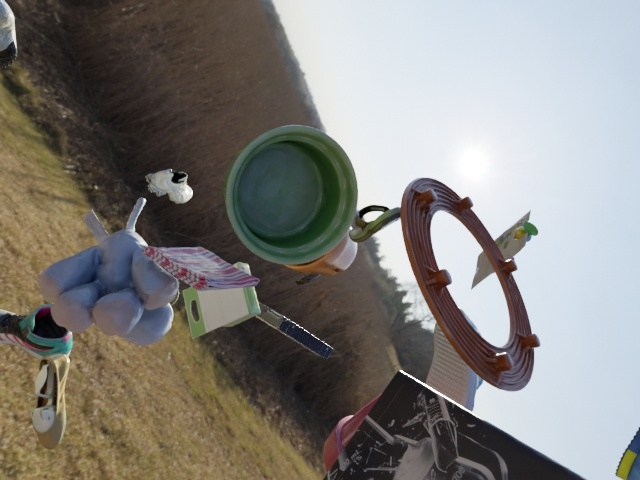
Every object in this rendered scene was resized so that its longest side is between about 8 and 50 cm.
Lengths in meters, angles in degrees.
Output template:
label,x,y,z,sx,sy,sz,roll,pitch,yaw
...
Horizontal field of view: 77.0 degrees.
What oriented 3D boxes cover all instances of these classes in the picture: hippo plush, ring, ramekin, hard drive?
label,x,y,z,sx,sy,sz,roll,pitch,yaw
hippo plush,-0.436,0.113,0.865,0.294,0.234,0.236,55,-29,29
ring,0.235,0.047,0.599,0.337,0.032,0.336,29,46,-35
ramekin,-0.079,-0.108,0.933,0.148,0.303,0.303,29,-35,63
hard drive,-0.127,0.390,1.746,0.237,0.064,0.339,16,-22,49

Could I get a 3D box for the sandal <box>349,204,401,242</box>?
label,x,y,z,sx,sy,sz,roll,pitch,yaw
sandal,0.156,-0.066,1.176,0.086,0.120,0.303,58,-16,2

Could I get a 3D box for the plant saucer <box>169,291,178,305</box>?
label,x,y,z,sx,sy,sz,roll,pitch,yaw
plant saucer,-0.626,0.172,1.419,0.241,0.037,0.241,26,24,-13

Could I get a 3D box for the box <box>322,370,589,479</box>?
label,x,y,z,sx,sy,sz,roll,pitch,yaw
box,0.136,0.389,0.477,0.179,0.343,0.312,44,-15,-18

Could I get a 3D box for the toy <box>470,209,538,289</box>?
label,x,y,z,sx,sy,sz,roll,pitch,yaw
toy,0.500,0.038,1.085,0.137,0.056,0.237,-60,174,-37

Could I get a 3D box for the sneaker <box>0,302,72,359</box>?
label,x,y,z,sx,sy,sz,roll,pitch,yaw
sneaker,-0.866,0.243,1.173,0.296,0.178,0.123,30,33,-19

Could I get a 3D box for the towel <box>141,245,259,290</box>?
label,x,y,z,sx,sy,sz,roll,pitch,yaw
towel,-0.234,0.047,0.791,0.197,0.029,0.144,24,11,32

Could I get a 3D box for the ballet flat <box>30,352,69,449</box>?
label,x,y,z,sx,sy,sz,roll,pitch,yaw
ballet flat,-0.691,0.404,1.014,0.073,0.080,0.232,59,23,-70

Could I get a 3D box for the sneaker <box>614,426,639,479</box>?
label,x,y,z,sx,sy,sz,roll,pitch,yaw
sneaker,0.402,0.210,0.436,0.082,0.069,0.209,36,-53,55

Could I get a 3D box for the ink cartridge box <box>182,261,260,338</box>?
label,x,y,z,sx,sy,sz,roll,pitch,yaw
ink cartridge box,-0.315,0.192,1.270,0.056,0.235,0.171,23,44,-61

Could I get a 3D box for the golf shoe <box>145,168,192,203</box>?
label,x,y,z,sx,sy,sz,roll,pitch,yaw
golf shoe,-0.391,-0.151,1.108,0.069,0.086,0.176,66,12,9

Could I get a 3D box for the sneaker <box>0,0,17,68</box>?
label,x,y,z,sx,sy,sz,roll,pitch,yaw
sneaker,-0.944,-0.603,1.173,0.085,0.237,0.086,-21,74,-47

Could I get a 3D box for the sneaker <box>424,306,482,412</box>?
label,x,y,z,sx,sy,sz,roll,pitch,yaw
sneaker,0.363,0.340,1.008,0.150,0.135,0.366,42,45,-15

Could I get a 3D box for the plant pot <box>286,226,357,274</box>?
label,x,y,z,sx,sy,sz,roll,pitch,yaw
plant pot,0.000,0.000,1.447,0.203,0.291,0.290,40,26,-51

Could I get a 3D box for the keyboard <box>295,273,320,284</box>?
label,x,y,z,sx,sy,sz,roll,pitch,yaw
keyboard,-0.022,0.140,1.646,0.180,0.108,0.023,-24,100,-44

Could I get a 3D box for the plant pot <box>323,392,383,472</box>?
label,x,y,z,sx,sy,sz,roll,pitch,yaw
plant pot,0.133,0.402,0.796,0.201,0.180,0.201,28,17,-10
